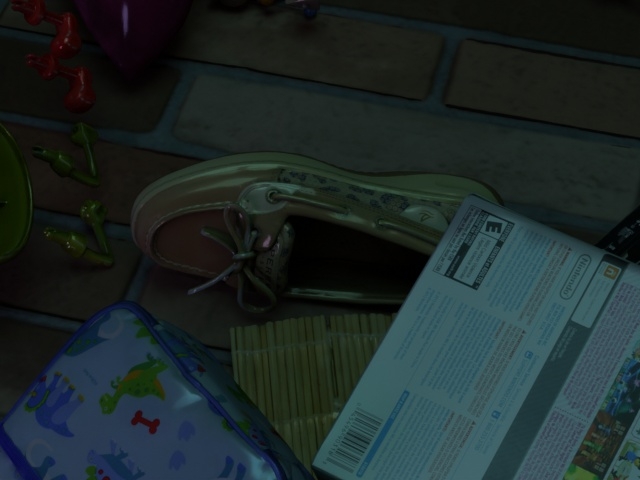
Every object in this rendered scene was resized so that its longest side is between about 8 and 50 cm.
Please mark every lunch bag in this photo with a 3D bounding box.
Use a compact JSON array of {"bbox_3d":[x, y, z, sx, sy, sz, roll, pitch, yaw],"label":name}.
[{"bbox_3d":[-0.113,0.163,1.155,0.176,0.090,0.219,-46,56,6],"label":"lunch bag"}]

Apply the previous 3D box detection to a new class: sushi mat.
[{"bbox_3d":[0.021,0.176,1.225,0.151,0.019,0.316,-3,48,-4],"label":"sushi mat"}]

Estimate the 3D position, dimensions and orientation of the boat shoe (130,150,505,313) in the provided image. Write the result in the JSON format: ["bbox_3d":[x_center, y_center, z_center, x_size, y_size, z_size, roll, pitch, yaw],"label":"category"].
[{"bbox_3d":[0.000,0.000,1.329,0.285,0.104,0.089,0,45,-1],"label":"boat shoe"}]

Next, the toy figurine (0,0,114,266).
[{"bbox_3d":[-0.322,-0.108,1.430,0.217,0.191,0.362,-25,67,30],"label":"toy figurine"}]

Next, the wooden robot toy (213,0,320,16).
[{"bbox_3d":[-0.068,-0.244,1.580,0.079,0.076,0.173,-28,52,-10],"label":"wooden robot toy"}]

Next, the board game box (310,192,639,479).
[{"bbox_3d":[0.182,0.131,1.156,0.303,0.097,0.224,25,71,20],"label":"board game box"}]

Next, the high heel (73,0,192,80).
[{"bbox_3d":[-0.268,-0.267,1.585,0.377,0.127,0.181,18,79,34],"label":"high heel"}]

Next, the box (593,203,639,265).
[{"bbox_3d":[0.286,0.036,1.314,0.147,0.077,0.180,35,57,27],"label":"box"}]
